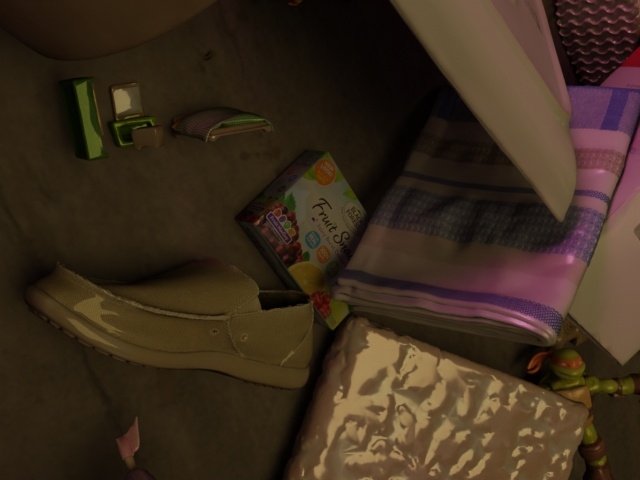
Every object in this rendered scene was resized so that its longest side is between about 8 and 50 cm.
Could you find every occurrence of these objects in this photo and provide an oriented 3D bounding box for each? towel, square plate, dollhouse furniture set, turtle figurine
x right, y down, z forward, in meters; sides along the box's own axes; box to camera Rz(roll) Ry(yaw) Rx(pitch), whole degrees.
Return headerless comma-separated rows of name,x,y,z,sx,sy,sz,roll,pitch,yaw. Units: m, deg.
towel,0.102,0.277,0.770,0.317,0.053,0.332,22,87,-20
towel,0.150,-0.041,0.661,0.285,0.209,0.034,-59,139,-27
square plate,0.111,-0.238,0.594,0.344,0.049,0.347,42,36,-34
dollhouse furniture set,-0.118,-0.104,0.572,0.151,0.076,0.058,-15,108,-31
turtle figurine,0.292,0.216,0.909,0.269,0.087,0.217,-11,113,-7

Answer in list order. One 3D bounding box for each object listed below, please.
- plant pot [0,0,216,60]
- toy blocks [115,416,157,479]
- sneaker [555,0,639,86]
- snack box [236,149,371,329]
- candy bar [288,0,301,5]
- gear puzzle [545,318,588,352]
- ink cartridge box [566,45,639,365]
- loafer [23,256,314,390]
plant pot,-0.161,-0.266,0.396,0.323,0.323,0.280,-49,137,-17
toy blocks,-0.137,0.329,0.574,0.309,0.260,0.288,5,128,-43
sneaker,0.378,-0.244,0.880,0.146,0.102,0.293,-44,125,-24
snack box,0.000,0.000,0.697,0.100,0.037,0.141,-47,121,-21
candy bar,-0.022,-0.230,0.489,0.018,0.040,0.161,-8,144,-3
gear puzzle,0.403,0.021,0.976,0.339,0.044,0.175,-18,116,-30
ink cartridge box,0.318,-0.062,0.722,0.131,0.226,0.306,40,100,-14
loafer,-0.107,0.055,0.603,0.268,0.102,0.092,22,85,-45
